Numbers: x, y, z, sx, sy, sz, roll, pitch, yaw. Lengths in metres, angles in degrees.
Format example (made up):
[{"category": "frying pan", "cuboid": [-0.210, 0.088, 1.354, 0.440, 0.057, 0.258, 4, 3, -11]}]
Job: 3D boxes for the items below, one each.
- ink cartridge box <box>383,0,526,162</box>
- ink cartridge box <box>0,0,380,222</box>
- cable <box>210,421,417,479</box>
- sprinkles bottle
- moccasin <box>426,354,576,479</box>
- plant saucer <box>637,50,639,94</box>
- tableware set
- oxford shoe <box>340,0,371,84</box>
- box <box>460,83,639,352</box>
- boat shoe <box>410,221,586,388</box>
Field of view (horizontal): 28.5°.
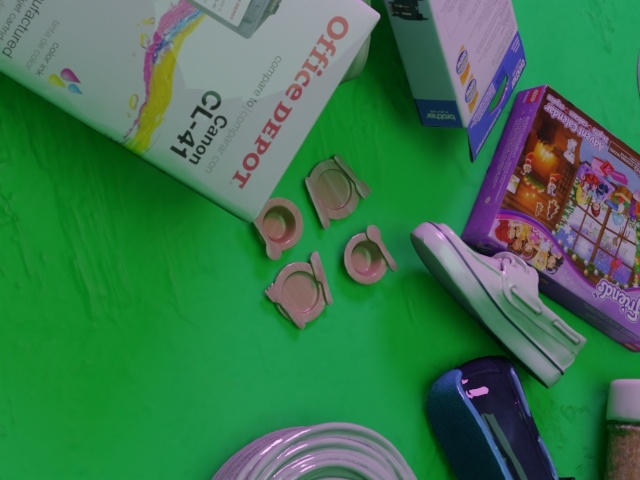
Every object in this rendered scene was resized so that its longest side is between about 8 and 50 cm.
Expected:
[{"category": "ink cartridge box", "cuboid": [0.136, -0.256, 1.322, 0.186, 0.065, 0.311, -60, 140, -37]}, {"category": "ink cartridge box", "cuboid": [-0.137, -0.190, 1.103, 0.306, 0.131, 0.226, 31, 91, -15]}, {"category": "cable", "cuboid": [-0.005, 0.309, 1.242, 0.257, 0.089, 0.257, -47, 108, -26]}, {"category": "sprinkles bottle", "cuboid": [0.376, 0.341, 1.444, 0.121, 0.121, 0.356, 13, 79, -29]}, {"category": "moccasin", "cuboid": [0.238, 0.283, 1.362, 0.116, 0.137, 0.342, -26, 100, -34]}, {"category": "plant saucer", "cuboid": [0.488, -0.204, 1.612, 0.194, 0.037, 0.195, 4, 83, -31]}, {"category": "tableware set", "cuboid": [0.000, 0.000, 1.313, 0.168, 0.020, 0.141, -32, 102, -29]}, {"category": "oxford shoe", "cuboid": [-0.037, -0.376, 1.254, 0.130, 0.169, 0.450, -4, 89, -17]}, {"category": "box", "cuboid": [0.318, -0.020, 1.481, 0.293, 0.057, 0.201, 31, 71, -25]}, {"category": "boat shoe", "cuboid": [0.197, 0.054, 1.377, 0.084, 0.095, 0.258, -46, 120, -3]}]
